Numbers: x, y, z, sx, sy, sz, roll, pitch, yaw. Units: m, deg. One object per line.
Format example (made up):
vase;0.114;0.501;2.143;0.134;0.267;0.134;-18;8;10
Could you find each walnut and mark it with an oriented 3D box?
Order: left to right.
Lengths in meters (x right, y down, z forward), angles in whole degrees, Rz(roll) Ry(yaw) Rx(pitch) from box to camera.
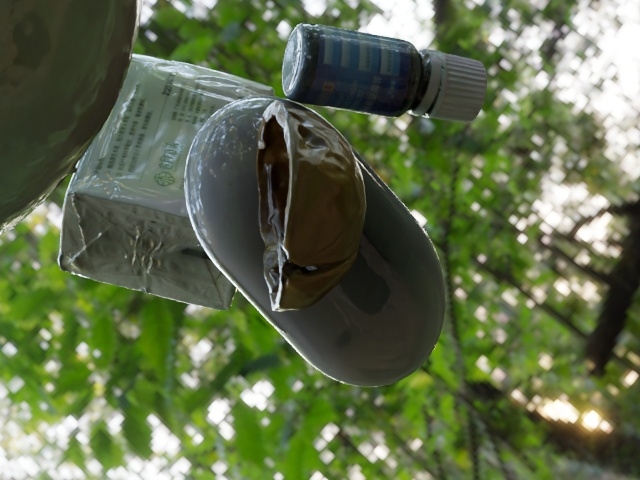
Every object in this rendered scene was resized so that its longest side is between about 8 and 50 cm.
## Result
walnut;-0.004;-0.036;1.347;0.087;0.211;0.167;0;-47;-9

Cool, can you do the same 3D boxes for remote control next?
remote control;0.000;0.000;1.527;0.103;0.332;0.221;-27;20;46

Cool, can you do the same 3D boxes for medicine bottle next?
medicine bottle;0.067;-0.168;1.552;0.203;0.083;0.083;6;-47;-17

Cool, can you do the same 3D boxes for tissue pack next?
tissue pack;-0.217;-0.094;2.243;0.356;0.266;0.194;-78;3;-48

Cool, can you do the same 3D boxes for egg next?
egg;-0.306;-0.143;1.121;0.354;0.354;0.340;-33;-39;-36
